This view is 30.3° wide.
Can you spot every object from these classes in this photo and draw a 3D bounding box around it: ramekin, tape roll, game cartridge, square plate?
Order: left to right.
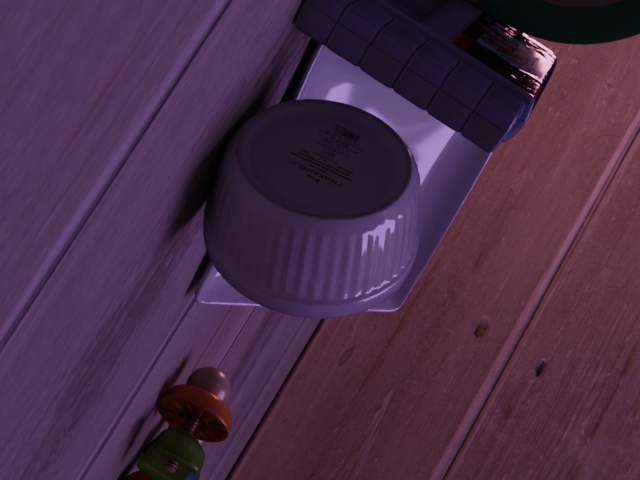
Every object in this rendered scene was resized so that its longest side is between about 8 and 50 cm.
[{"bbox_3d":[-0.004,-0.039,1.102,0.207,0.207,0.109,-55,162,-42],"label":"ramekin"},{"bbox_3d":[0.045,-0.068,1.380,0.344,0.049,0.347,6,121,-44],"label":"square plate"},{"bbox_3d":[0.128,-0.207,1.219,0.068,0.230,0.355,-63,174,24],"label":"game cartridge"},{"bbox_3d":[0.280,-0.371,1.244,0.321,0.321,0.077,-63,174,31],"label":"tape roll"}]

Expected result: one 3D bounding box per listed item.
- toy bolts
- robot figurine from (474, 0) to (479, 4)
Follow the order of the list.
[{"bbox_3d":[-0.153,0.293,1.606,0.228,0.218,0.158,-38,-160,50],"label":"toy bolts"},{"bbox_3d":[0.225,-0.357,1.452,0.291,0.211,0.085,-51,-157,28],"label":"robot figurine"}]
